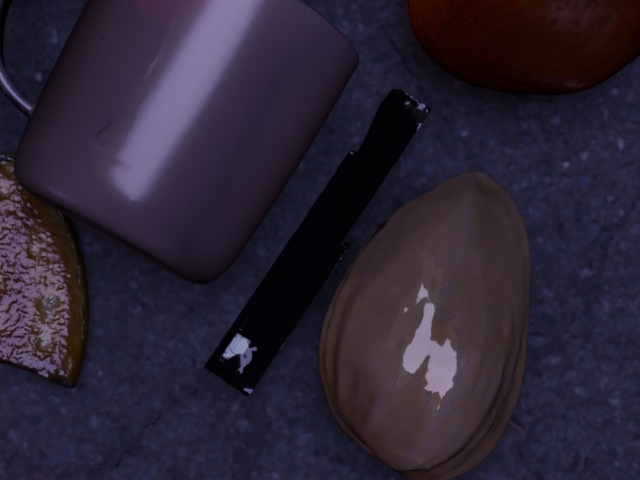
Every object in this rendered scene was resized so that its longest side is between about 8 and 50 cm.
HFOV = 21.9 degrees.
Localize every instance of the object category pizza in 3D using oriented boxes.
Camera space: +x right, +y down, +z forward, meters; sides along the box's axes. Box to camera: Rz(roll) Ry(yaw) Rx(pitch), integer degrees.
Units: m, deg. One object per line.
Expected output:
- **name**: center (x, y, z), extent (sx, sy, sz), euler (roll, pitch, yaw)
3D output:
- **pizza**: center (-0.256, 0.043, 1.224), extent (0.176, 0.036, 0.185), euler (-26, 85, -10)

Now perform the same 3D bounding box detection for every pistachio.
- **pistachio**: center (0.082, 0.060, 1.205), extent (0.157, 0.157, 0.229), euler (17, 81, -5)

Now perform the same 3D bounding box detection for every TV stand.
- **TV stand**: center (0.000, 0.000, 1.253), extent (0.040, 0.049, 0.256), euler (34, 82, -1)

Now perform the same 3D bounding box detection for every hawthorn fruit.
- **hawthorn fruit**: center (0.177, -0.193, 1.231), extent (0.225, 0.196, 0.196), euler (21, 82, -18)

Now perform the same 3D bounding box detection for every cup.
- **cup**: center (-0.130, -0.105, 1.176), extent (0.253, 0.191, 0.200), euler (30, 84, -7)
